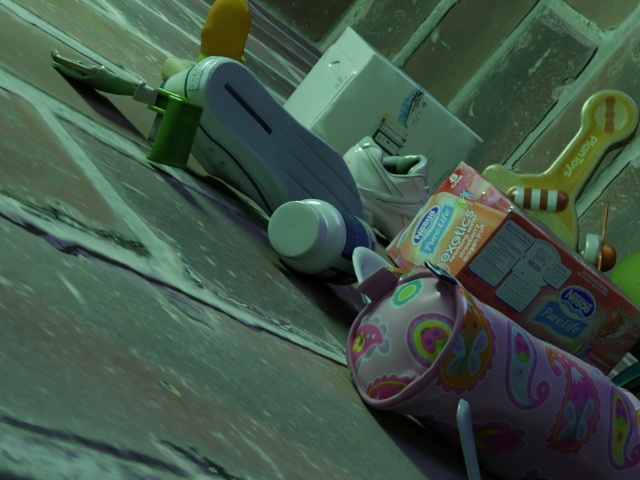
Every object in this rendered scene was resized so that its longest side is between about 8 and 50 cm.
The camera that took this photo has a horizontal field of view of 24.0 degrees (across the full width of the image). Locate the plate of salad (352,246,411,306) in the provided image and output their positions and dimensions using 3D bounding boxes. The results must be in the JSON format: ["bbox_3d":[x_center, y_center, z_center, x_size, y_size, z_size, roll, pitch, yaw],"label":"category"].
[{"bbox_3d":[0.097,0.082,1.311,0.200,0.048,0.200,50,14,-17],"label":"plate of salad"}]

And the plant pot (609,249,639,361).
[{"bbox_3d":[0.511,0.094,1.935,0.274,0.275,0.293,36,-11,-29],"label":"plant pot"}]

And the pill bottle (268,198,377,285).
[{"bbox_3d":[0.000,0.000,1.342,0.067,0.067,0.120,44,9,24],"label":"pill bottle"}]

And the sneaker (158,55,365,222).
[{"bbox_3d":[-0.052,-0.075,1.424,0.091,0.094,0.258,0,-43,48],"label":"sneaker"}]

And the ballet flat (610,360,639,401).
[{"bbox_3d":[0.447,0.233,2.077,0.106,0.107,0.316,62,16,5],"label":"ballet flat"}]

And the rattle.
[{"bbox_3d":[-0.079,-0.203,1.758,0.199,0.143,0.130,13,4,-45],"label":"rattle"}]

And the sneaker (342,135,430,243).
[{"bbox_3d":[0.112,-0.047,1.901,0.232,0.115,0.090,35,10,-33],"label":"sneaker"}]

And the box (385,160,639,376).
[{"bbox_3d":[0.247,0.056,1.850,0.300,0.154,0.142,34,11,-35],"label":"box"}]

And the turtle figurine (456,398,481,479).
[{"bbox_3d":[0.179,0.193,0.745,0.197,0.275,0.266,3,23,-11],"label":"turtle figurine"}]

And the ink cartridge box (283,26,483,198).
[{"bbox_3d":[0.090,-0.177,2.284,0.232,0.168,0.171,37,9,-22],"label":"ink cartridge box"}]

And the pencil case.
[{"bbox_3d":[0.143,0.119,1.184,0.284,0.124,0.124,32,12,-36],"label":"pencil case"}]

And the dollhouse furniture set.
[{"bbox_3d":[-0.172,-0.114,1.322,0.151,0.059,0.076,23,6,32],"label":"dollhouse furniture set"}]

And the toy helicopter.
[{"bbox_3d":[0.335,-0.051,2.071,0.235,0.355,0.140,34,-8,18],"label":"toy helicopter"}]
